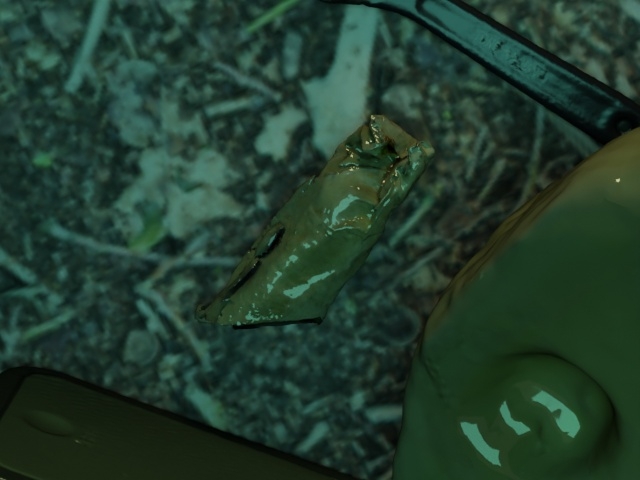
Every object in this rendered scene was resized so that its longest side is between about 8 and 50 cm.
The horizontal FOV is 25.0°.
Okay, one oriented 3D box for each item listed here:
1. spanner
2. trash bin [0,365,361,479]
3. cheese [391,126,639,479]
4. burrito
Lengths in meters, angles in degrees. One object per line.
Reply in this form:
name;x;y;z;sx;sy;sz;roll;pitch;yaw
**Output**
spanner;0.078;-0.103;0.743;0.208;0.012;0.046;30;98;-8
trash bin;-0.121;0.268;0.723;0.223;0.158;0.343;21;99;-6
cheese;0.184;0.101;0.658;0.318;0.115;0.326;13;119;28
burrito;0.000;0.000;0.742;0.055;0.041;0.149;41;99;5
